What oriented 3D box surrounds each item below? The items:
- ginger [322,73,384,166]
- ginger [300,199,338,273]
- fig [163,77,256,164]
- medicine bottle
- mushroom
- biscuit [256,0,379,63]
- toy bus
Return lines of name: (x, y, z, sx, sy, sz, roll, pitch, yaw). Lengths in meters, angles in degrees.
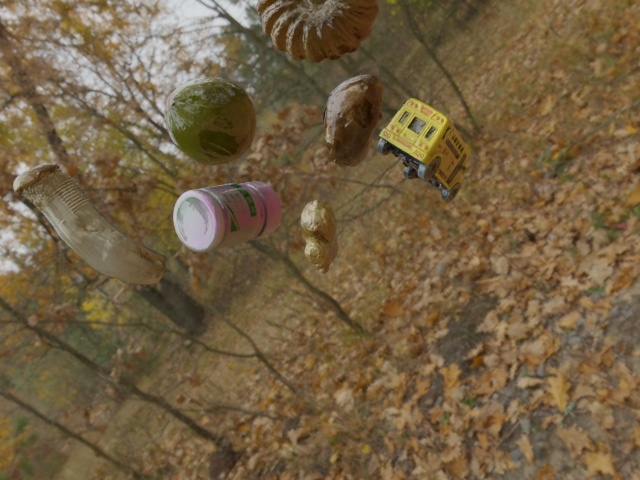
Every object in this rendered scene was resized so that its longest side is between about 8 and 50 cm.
ginger: (0.077, -0.320, 1.761, 0.172, 0.165, 0.321, -32, -23, -28)
ginger: (0.004, 0.000, 1.220, 0.299, 0.065, 0.117, 58, -142, -80)
fig: (-0.413, -0.443, 2.290, 0.343, 0.343, 0.343, -49, 8, 9)
medicine bottle: (-0.311, -0.087, 2.124, 0.212, 0.212, 0.326, -45, -17, 34)
mushroom: (-0.477, -0.026, 1.313, 0.095, 0.351, 0.122, -36, 15, 49)
biscuit: (-0.007, -0.619, 1.603, 0.325, 0.326, 0.107, -49, 4, 9)
toy bus: (0.264, -0.210, 1.498, 0.152, 0.144, 0.330, -56, -25, 5)
